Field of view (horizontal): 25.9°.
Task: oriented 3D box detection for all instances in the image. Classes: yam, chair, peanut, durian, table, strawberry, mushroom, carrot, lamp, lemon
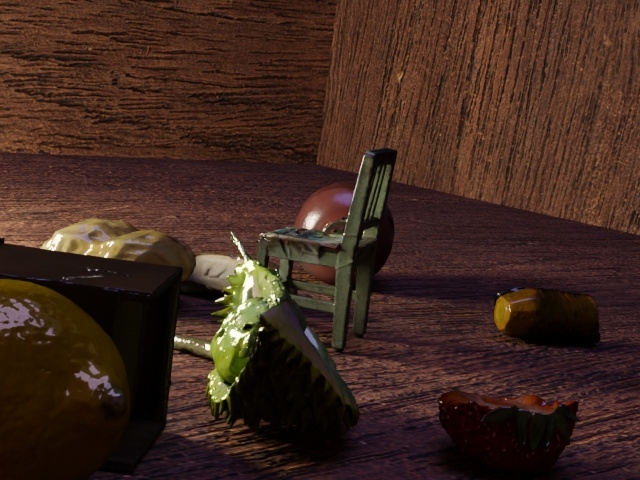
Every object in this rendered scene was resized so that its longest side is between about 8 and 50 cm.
[{"bbox_3d":[-0.115,0.136,1.675,0.234,0.029,0.027,14,21,40],"label":"yam"},{"bbox_3d":[0.000,0.000,1.880,0.147,0.270,0.136,10,10,15],"label":"chair"},{"bbox_3d":[-0.283,0.028,1.995,0.233,0.110,0.197,15,6,41],"label":"peanut"},{"bbox_3d":[-0.036,0.108,1.450,0.158,0.169,0.355,4,10,-10],"label":"durian"},{"bbox_3d":[-0.243,0.102,1.311,0.193,0.169,0.172,7,8,4],"label":"table"},{"bbox_3d":[0.180,0.188,1.415,0.147,0.082,0.187,11,1,-13],"label":"strawberry"},{"bbox_3d":[-0.124,0.055,2.085,0.210,0.072,0.094,10,0,20],"label":"mushroom"},{"bbox_3d":[0.342,0.111,2.074,0.173,0.082,0.082,3,9,-20],"label":"carrot"},{"bbox_3d":[0.043,-0.007,2.358,0.180,0.180,0.258,8,6,3],"label":"lamp"},{"bbox_3d":[-0.258,0.122,1.115,0.244,0.186,0.187,7,8,20],"label":"lemon"}]
